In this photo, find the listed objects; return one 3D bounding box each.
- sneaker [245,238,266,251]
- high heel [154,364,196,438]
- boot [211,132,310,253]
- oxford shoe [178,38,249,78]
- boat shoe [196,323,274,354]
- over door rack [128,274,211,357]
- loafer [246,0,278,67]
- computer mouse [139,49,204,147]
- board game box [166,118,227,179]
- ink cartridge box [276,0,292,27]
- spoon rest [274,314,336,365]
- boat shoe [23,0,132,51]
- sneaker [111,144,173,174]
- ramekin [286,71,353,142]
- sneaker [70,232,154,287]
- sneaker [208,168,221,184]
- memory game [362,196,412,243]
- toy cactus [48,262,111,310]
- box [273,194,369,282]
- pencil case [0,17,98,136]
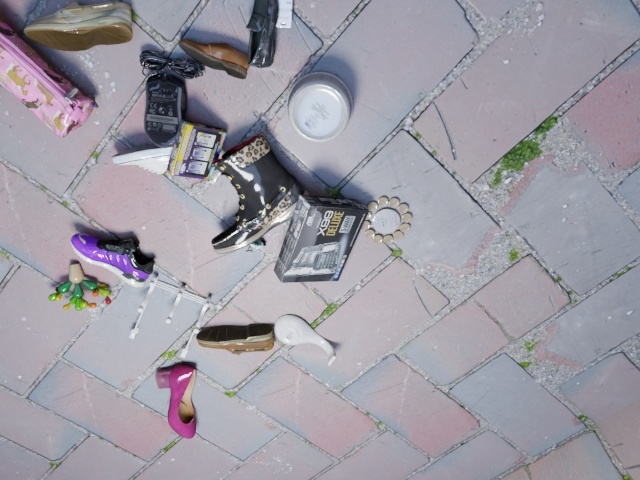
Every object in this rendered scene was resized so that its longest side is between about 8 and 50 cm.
[{"bbox_3d":[-0.245,0.022,1.577,0.069,0.038,0.098,-30,158,22],"label":"sneaker"},{"bbox_3d":[-0.569,0.706,1.910,0.181,0.127,0.377,-9,115,17],"label":"high heel"},{"bbox_3d":[-0.254,-0.147,1.454,0.377,0.138,0.284,-29,115,11],"label":"boot"},{"bbox_3d":[-0.306,-0.546,1.294,0.212,0.076,0.076,20,86,-7],"label":"oxford shoe"},{"bbox_3d":[-0.337,0.407,1.764,0.307,0.111,0.105,-2,117,2],"label":"boat shoe"},{"bbox_3d":[-0.589,0.315,1.721,0.239,0.108,0.324,24,116,-11],"label":"over door rack"},{"bbox_3d":[-0.168,-0.600,1.239,0.078,0.076,0.223,-17,128,-36],"label":"loafer"},{"bbox_3d":[-0.461,-0.421,1.356,0.188,0.072,0.272,11,105,-3],"label":"computer mouse"},{"bbox_3d":[-0.387,-0.280,1.388,0.141,0.048,0.170,3,120,-45],"label":"board game box"},{"bbox_3d":[-0.103,-0.646,1.249,0.048,0.028,0.083,4,118,-1],"label":"ink cartridge box"},{"bbox_3d":[-0.061,0.396,1.786,0.276,0.084,0.137,33,113,-1],"label":"spoon rest"},{"bbox_3d":[-0.675,-0.609,1.245,0.302,0.109,0.098,-3,81,6],"label":"boat shoe"},{"bbox_3d":[-0.536,-0.256,1.424,0.258,0.094,0.091,-6,116,4],"label":"sneaker"},{"bbox_3d":[-0.003,-0.394,1.337,0.207,0.109,0.207,0,118,0],"label":"ramekin"},{"bbox_3d":[-0.726,0.035,1.585,0.293,0.102,0.146,35,109,-22],"label":"sneaker"},{"bbox_3d":[-0.351,-0.225,1.474,0.037,0.032,0.083,31,113,-15],"label":"sneaker"},{"bbox_3d":[0.230,-0.069,1.561,0.186,0.012,0.186,0,117,1],"label":"memory game"},{"bbox_3d":[-0.904,0.174,1.668,0.218,0.112,0.181,-2,99,4],"label":"toy cactus"},{"bbox_3d":[0.000,0.000,1.506,0.242,0.076,0.308,2,123,-35],"label":"box"},{"bbox_3d":[-0.847,-0.483,1.272,0.167,0.160,0.386,-38,111,19],"label":"pencil case"}]
